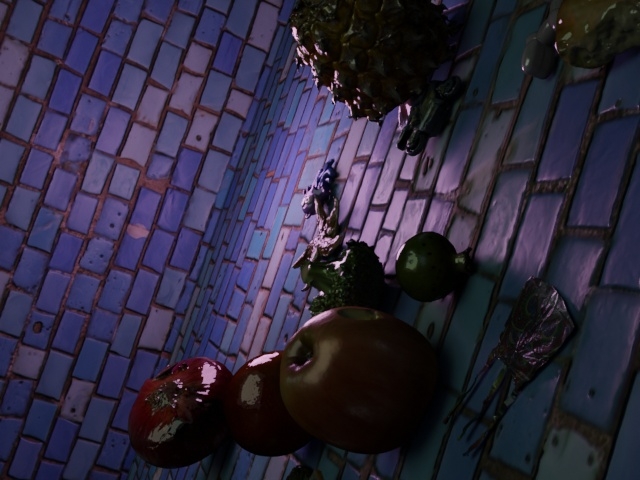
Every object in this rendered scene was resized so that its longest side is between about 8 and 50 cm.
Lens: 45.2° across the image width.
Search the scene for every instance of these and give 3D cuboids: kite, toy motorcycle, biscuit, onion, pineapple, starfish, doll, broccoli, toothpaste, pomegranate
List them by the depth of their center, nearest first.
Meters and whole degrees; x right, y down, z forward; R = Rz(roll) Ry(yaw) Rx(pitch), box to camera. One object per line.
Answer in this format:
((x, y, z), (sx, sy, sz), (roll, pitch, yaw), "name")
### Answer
((0.451, -0.373, 1.079), (0.274, 0.091, 0.213), (159, 126, -67), "biscuit")
((0.270, 0.190, 1.128), (0.285, 0.015, 0.152), (-60, 19, 19), "kite")
((0.390, -0.370, 1.281), (0.161, 0.059, 0.160), (120, 164, -48), "doll")
((0.193, 0.047, 1.338), (0.130, 0.130, 0.130), (-53, 25, 39), "pomegranate")
((0.047, 0.090, 1.590), (0.198, 0.176, 0.226), (-61, 35, 10), "broccoli")
((0.224, -0.271, 1.633), (0.193, 0.061, 0.124), (-59, 27, 13), "toy motorcycle")
((0.108, -0.458, 1.687), (0.352, 0.300, 0.352), (-33, 29, 21), "pineapple")
((0.203, -0.359, 1.822), (0.067, 0.043, 0.194), (-44, 37, 48), "toothpaste")
((0.000, 0.000, 1.972), (0.236, 0.062, 0.277), (-38, 34, 55), "starfish")
((-0.004, -0.142, 2.124), (0.110, 0.067, 0.206), (-25, 36, 51), "doll")
((-0.378, 0.516, 2.233), (0.348, 0.285, 0.347), (-16, 38, 13), "onion")

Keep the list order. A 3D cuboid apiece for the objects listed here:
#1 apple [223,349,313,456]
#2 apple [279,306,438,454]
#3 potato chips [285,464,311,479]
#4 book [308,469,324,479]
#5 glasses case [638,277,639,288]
((-0.097, 0.350, 1.654), (0.201, 0.218, 0.218), (-40, 34, 43), "apple")
((0.061, 0.230, 1.301), (0.242, 0.241, 0.242), (-58, 20, 34), "apple")
((-0.054, 0.567, 1.597), (0.220, 0.029, 0.202), (-34, 39, 60), "potato chips")
((-0.014, 0.637, 1.363), (0.269, 0.032, 0.389), (-62, 25, 17), "book")
((0.406, 0.030, 0.903), (0.083, 0.021, 0.032), (-60, 24, 27), "glasses case")
